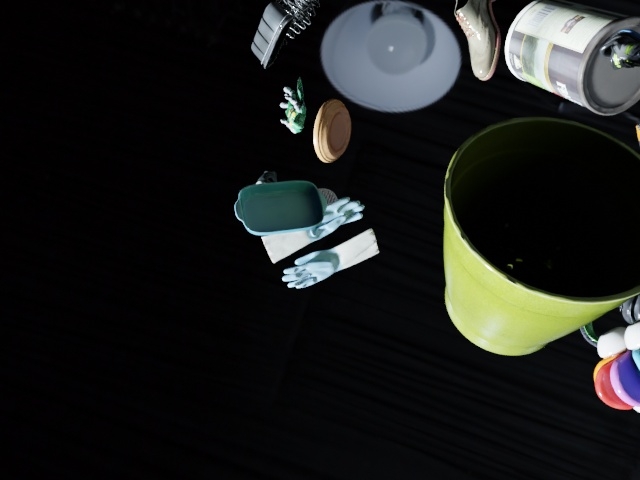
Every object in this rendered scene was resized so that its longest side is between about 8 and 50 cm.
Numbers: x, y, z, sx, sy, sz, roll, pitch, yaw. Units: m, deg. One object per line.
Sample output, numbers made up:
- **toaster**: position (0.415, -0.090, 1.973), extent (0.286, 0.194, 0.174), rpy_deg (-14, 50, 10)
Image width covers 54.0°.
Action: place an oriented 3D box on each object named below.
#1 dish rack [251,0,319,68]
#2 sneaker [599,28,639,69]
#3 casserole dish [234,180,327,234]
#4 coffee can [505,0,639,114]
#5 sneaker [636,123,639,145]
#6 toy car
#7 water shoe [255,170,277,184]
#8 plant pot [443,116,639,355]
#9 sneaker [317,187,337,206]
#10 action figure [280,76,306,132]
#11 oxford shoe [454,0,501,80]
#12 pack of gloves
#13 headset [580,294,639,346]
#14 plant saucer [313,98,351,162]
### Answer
- **dish rack**: position (-0.057, -0.571, 1.554), extent (0.271, 0.074, 0.208), rpy_deg (-49, 4, -23)
- **sneaker**: position (0.585, -0.340, 1.165), extent (0.078, 0.067, 0.188), rpy_deg (-32, 27, 9)
- **casserole dish**: position (-0.081, -0.062, 1.277), extent (0.037, 0.189, 0.114), rpy_deg (112, 148, -60)
- **coffee can**: position (0.576, -0.418, 1.399), extent (0.275, 0.202, 0.201), rpy_deg (-124, 47, -55)
- **sneaker**: position (0.822, -0.199, 1.411), extent (0.099, 0.121, 0.262), rpy_deg (51, -166, -42)
- **toy car**: position (0.544, 0.230, 1.076), extent (0.136, 0.159, 0.182), rpy_deg (-24, -13, -20)
- **water shoe**: position (-0.101, -0.112, 1.737), extent (0.203, 0.073, 0.080), rpy_deg (51, -124, -45)
- **plant pot**: position (0.377, 0.032, 1.137), extent (0.353, 0.367, 0.366), rpy_deg (92, -164, -57)
- **sneaker**: position (-0.113, -0.104, 2.388), extent (0.150, 0.366, 0.135), rpy_deg (-50, 53, 51)
- **action figure**: position (-0.073, -0.354, 1.720), extent (0.232, 0.064, 0.137), rpy_deg (-108, 28, -59)
- **oxford shoe**: position (0.477, -0.678, 1.979), extent (0.123, 0.130, 0.348), rpy_deg (168, 96, -66)
- **pack of gloves**: position (0.000, 0.000, 1.383), extent (0.046, 0.232, 0.195), rpy_deg (59, 173, 47)
- **headset**: position (0.972, 0.168, 1.992), extent (0.394, 0.185, 0.243), rpy_deg (-56, 27, 15)
- **plant saucer**: position (0.045, -0.344, 1.979), extent (0.200, 0.037, 0.199), rpy_deg (-30, -54, -53)
